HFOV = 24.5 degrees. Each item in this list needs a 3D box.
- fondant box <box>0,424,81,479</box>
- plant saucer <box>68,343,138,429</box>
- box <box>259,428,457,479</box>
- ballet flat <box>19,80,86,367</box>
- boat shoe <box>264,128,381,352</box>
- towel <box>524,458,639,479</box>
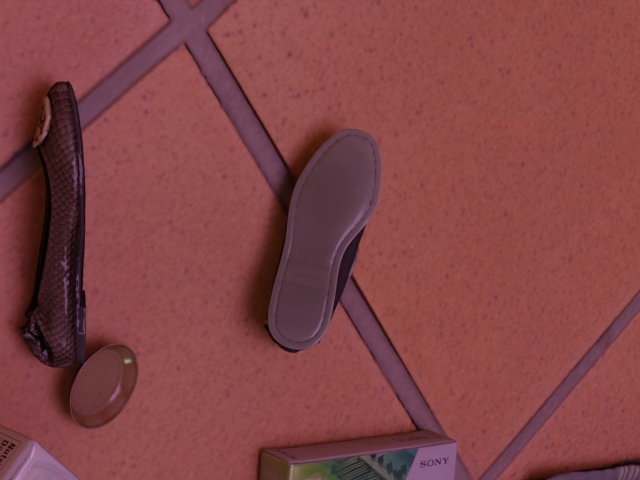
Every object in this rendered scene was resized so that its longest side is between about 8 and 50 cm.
[{"bbox_3d":[-0.247,0.216,1.115,0.096,0.330,0.238,-54,126,-19],"label":"fondant box"},{"bbox_3d":[-0.199,0.129,1.331,0.083,0.015,0.083,-30,132,-42],"label":"plant saucer"},{"bbox_3d":[0.032,0.368,1.542,0.232,0.058,0.322,-1,97,-39],"label":"box"},{"bbox_3d":[-0.231,-0.011,1.264,0.058,0.084,0.249,0,103,-9],"label":"ballet flat"},{"bbox_3d":[0.000,0.000,1.452,0.081,0.068,0.227,19,78,1],"label":"boat shoe"},{"bbox_3d":[0.318,0.430,1.786,0.312,0.056,0.324,-3,98,-39],"label":"towel"}]
